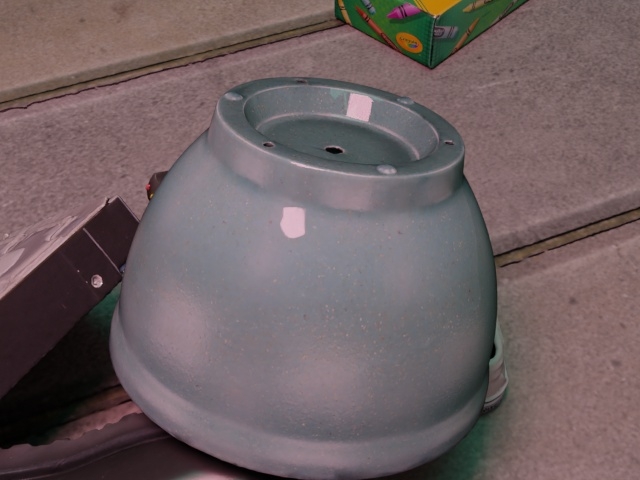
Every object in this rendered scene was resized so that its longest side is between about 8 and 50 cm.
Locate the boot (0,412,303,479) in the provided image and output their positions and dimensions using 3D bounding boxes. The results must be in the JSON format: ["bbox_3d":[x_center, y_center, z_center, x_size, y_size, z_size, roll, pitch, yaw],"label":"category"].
[{"bbox_3d":[-0.152,0.302,0.517,0.367,0.146,0.445,-12,30,4],"label":"boot"}]

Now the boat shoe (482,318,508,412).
[{"bbox_3d":[0.113,0.035,0.869,0.095,0.084,0.258,-15,50,-13],"label":"boat shoe"}]

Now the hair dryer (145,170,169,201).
[{"bbox_3d":[-0.034,-0.008,0.911,0.224,0.080,0.293,-17,51,-16],"label":"hair dryer"}]

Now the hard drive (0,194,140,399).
[{"bbox_3d":[-0.309,0.100,0.730,0.237,0.064,0.339,-12,29,49],"label":"hard drive"}]

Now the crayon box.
[{"bbox_3d":[0.170,-0.351,1.220,0.165,0.081,0.278,35,56,27],"label":"crayon box"}]

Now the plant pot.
[{"bbox_3d":[0.000,0.000,0.673,0.293,0.196,0.293,8,29,-4],"label":"plant pot"}]
